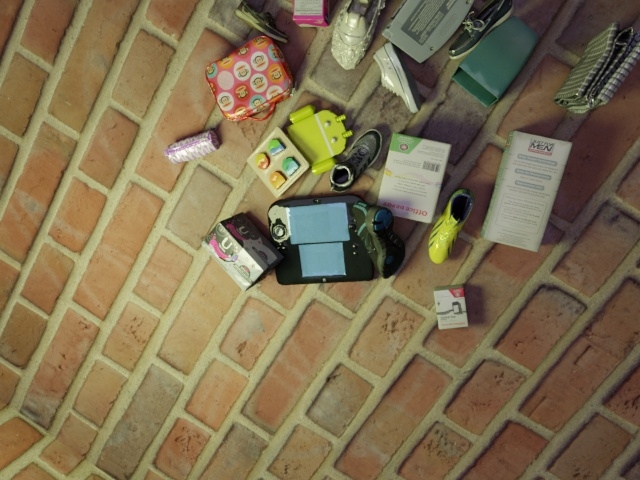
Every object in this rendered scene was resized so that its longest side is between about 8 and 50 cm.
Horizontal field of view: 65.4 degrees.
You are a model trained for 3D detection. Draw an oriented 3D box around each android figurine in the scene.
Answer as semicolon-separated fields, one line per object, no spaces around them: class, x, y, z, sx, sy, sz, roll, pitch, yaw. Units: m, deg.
android figurine;-0.016;-0.371;1.830;0.273;0.056;0.248;-20;96;16

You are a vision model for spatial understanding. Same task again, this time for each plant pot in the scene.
plant pot;0.577;-0.588;1.622;0.165;0.166;0.234;41;97;2

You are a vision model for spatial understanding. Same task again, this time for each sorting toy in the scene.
sorting toy;-0.163;-0.286;1.846;0.208;0.038;0.193;-42;85;31

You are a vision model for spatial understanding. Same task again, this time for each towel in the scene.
towel;0.837;-0.515;1.515;0.121;0.284;0.235;33;104;5

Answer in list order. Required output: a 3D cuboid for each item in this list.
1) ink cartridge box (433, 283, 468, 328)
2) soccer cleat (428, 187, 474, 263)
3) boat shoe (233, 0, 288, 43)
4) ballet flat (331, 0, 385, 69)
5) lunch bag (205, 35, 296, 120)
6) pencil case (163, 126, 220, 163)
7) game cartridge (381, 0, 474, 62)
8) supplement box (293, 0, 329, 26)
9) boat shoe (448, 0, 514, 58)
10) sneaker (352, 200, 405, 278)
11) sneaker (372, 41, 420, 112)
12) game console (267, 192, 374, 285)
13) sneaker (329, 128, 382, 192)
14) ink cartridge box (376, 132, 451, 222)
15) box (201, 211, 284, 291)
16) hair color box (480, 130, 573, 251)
ink cartridge box;0.481;0.245;1.840;0.109;0.063;0.150;-8;98;12
soccer cleat;0.455;-0.049;1.760;0.093;0.121;0.289;22;104;6
boat shoe;-0.204;-0.782;1.776;0.223;0.080;0.073;34;110;8
ballet flat;0.138;-0.791;1.681;0.147;0.147;0.409;25;105;6
lunch bag;-0.244;-0.562;1.804;0.293;0.120;0.258;-22;96;14
pencil case;-0.485;-0.357;1.907;0.206;0.088;0.086;-18;95;15
game cartridge;0.365;-0.747;1.630;0.198;0.062;0.297;27;120;-25
supplement box;-0.029;-0.859;1.711;0.114;0.111;0.220;5;102;10
boat shoe;0.515;-0.704;1.629;0.254;0.095;0.079;-39;131;14
sneaker;0.210;-0.006;1.791;0.125;0.140;0.341;-36;132;-21
sneaker;0.265;-0.554;1.732;0.091;0.094;0.258;-24;91;33
game console;0.000;0.000;1.893;0.386;0.060;0.342;-4;99;12
sneaker;0.123;-0.277;1.767;0.101;0.153;0.268;38;105;2
ink cartridge box;0.326;-0.222;1.756;0.201;0.117;0.278;14;103;9
box;-0.291;0.038;1.879;0.247;0.163;0.142;46;120;5
hair color box;0.691;-0.168;1.697;0.185;0.113;0.374;14;103;8
